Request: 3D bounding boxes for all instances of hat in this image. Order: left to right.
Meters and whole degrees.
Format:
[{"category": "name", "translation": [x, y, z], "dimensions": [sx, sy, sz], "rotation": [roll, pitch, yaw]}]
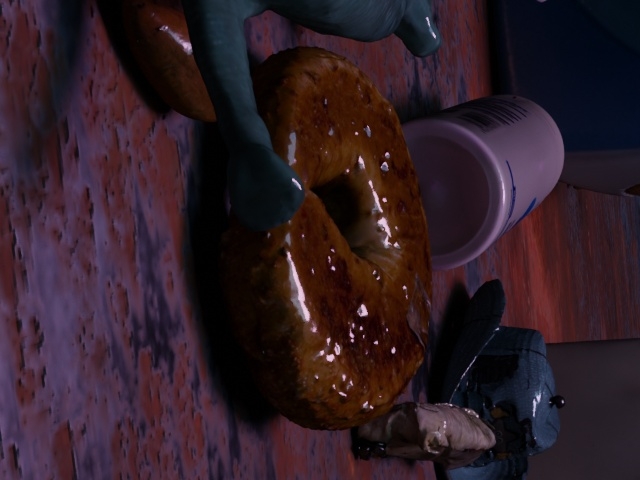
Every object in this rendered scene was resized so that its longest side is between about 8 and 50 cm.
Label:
[{"category": "hat", "translation": [0.137, 0.110, 1.103], "dimensions": [0.191, 0.078, 0.138], "rotation": [-60, 144, -61]}]

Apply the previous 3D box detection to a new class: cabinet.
[{"category": "cabinet", "translation": [0.271, 0.176, 1.290], "dimensions": [0.145, 0.206, 0.150], "rotation": [59, 32, -55]}]

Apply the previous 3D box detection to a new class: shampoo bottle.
[{"category": "shampoo bottle", "translation": [0.105, -0.048, 1.023], "dimensions": [0.303, 0.092, 0.092], "rotation": [-26, 111, -72]}]

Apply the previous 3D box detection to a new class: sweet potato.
[{"category": "sweet potato", "translation": [-0.056, -0.072, 0.623], "dimensions": [0.095, 0.034, 0.034], "rotation": [42, 46, -50]}]

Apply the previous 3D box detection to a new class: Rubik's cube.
[{"category": "Rubik's cube", "translation": [0.371, -0.224, 1.380], "dimensions": [0.352, 0.347, 0.351], "rotation": [2, 84, -57]}]

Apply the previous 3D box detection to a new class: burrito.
[{"category": "burrito", "translation": [0.067, 0.116, 0.930], "dimensions": [0.171, 0.051, 0.042], "rotation": [28, 66, -69]}]

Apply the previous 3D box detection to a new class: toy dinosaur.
[{"category": "toy dinosaur", "translation": [-0.038, -0.191, 0.616], "dimensions": [0.383, 0.129, 0.331], "rotation": [62, 15, -22]}]

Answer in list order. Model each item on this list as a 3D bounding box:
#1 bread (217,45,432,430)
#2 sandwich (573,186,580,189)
[{"category": "bread", "translation": [0.000, 0.000, 0.737], "dimensions": [0.193, 0.064, 0.193], "rotation": [-8, 90, -67]}, {"category": "sandwich", "translation": [0.299, -0.183, 1.698], "dimensions": [0.186, 0.065, 0.214], "rotation": [-61, 143, -60]}]
